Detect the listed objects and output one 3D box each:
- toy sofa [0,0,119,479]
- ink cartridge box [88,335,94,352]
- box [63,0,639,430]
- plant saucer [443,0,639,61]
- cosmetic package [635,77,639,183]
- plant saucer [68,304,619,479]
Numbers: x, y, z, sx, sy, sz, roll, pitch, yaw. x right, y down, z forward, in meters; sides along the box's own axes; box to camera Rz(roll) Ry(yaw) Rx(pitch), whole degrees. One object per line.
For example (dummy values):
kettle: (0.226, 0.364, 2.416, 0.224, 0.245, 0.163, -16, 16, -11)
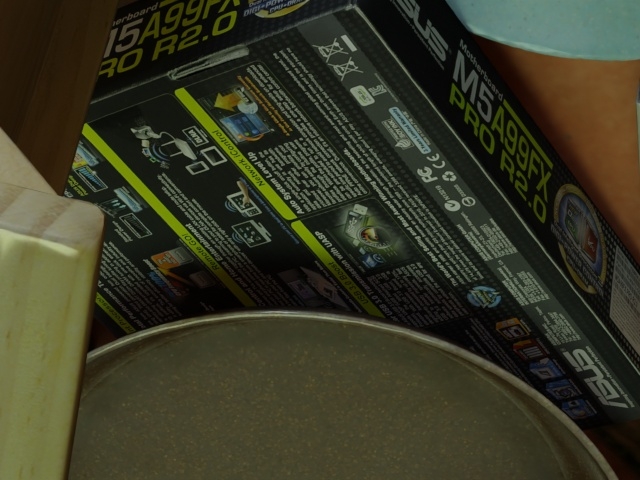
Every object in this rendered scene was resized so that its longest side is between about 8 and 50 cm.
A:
toy sofa: (-0.129, -0.086, 0.602, 0.177, 0.362, 0.150, 12, 135, -4)
ink cartridge box: (-0.258, 0.016, 0.919, 0.255, 0.097, 0.189, 2, 133, 13)
box: (0.000, 0.000, 0.831, 0.216, 0.060, 0.270, -17, 132, 31)
plant saucer: (0.088, -0.145, 0.692, 0.195, 0.037, 0.195, 14, 147, 10)
cosmetic package: (0.165, -0.025, 0.795, 0.060, 0.041, 0.115, 3, 133, 14)
plant saucer: (-0.009, 0.145, 0.868, 0.311, 0.050, 0.310, 2, 124, 3)
